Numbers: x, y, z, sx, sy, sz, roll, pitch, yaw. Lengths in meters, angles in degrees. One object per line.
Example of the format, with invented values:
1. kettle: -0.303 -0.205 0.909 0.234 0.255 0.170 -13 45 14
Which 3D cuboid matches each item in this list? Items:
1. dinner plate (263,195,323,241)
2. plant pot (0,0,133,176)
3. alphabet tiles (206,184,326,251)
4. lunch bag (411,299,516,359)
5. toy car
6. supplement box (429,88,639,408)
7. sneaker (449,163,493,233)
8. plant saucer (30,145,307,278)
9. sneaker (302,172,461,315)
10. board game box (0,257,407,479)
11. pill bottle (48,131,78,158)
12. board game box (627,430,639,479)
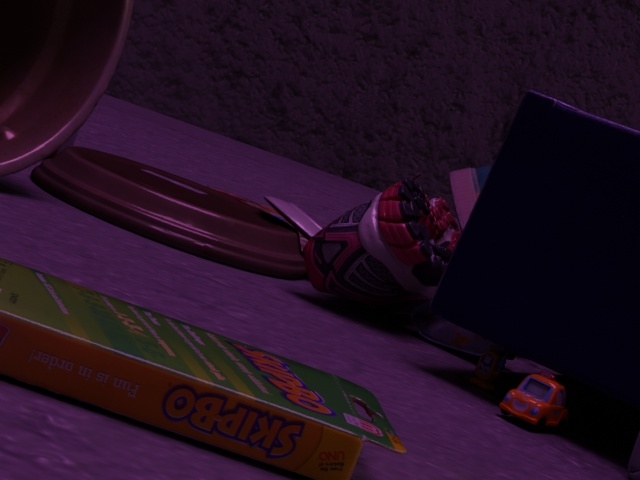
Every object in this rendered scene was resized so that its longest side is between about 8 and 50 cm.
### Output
1. dinner plate: 0.000 0.000 1.459 0.141 0.017 0.141 44 -3 2
2. plant pot: -0.382 -0.234 1.247 0.305 0.334 0.334 11 -2 37
3. alphabet tiles: -0.031 -0.009 1.719 0.285 0.011 0.342 19 6 -15
4. lunch bag: 0.129 0.073 1.313 0.083 0.053 0.071 13 -1 31
5. toy car: 0.140 0.104 1.106 0.060 0.040 0.122 17 7 -35
6. supplement box: 0.273 0.038 1.239 0.194 0.195 0.356 24 -1 30
7. sneaker: 0.210 -0.003 1.540 0.121 0.108 0.302 -15 31 6
8. plant saucer: -0.137 -0.032 1.407 0.278 0.041 0.278 20 5 -2
9. sneaker: 0.075 0.018 1.384 0.112 0.121 0.299 -23 -20 14
10. board game box: -0.088 0.059 0.733 0.259 0.039 0.124 17 7 -8
11. pill bottle: -0.332 -0.149 1.556 0.160 0.087 0.087 19 6 -18
12. board game box: 0.355 0.089 1.112 0.097 0.224 0.303 23 6 30
